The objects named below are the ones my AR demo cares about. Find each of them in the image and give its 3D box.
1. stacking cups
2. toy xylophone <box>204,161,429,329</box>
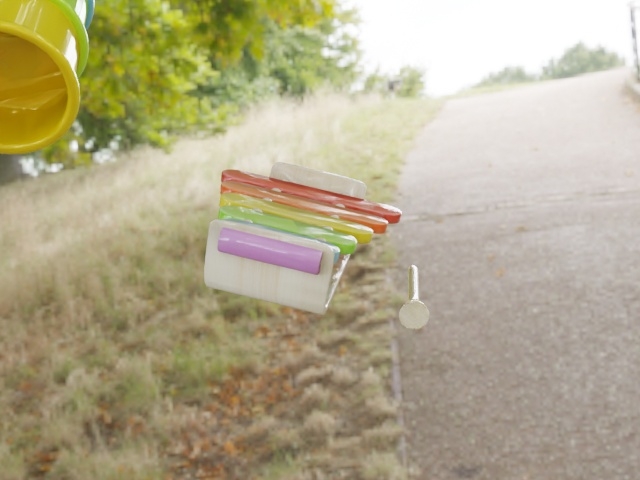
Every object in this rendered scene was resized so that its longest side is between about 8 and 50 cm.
[{"bbox_3d":[-0.207,-0.185,0.724,0.096,0.096,0.316,-4,37,-2],"label":"stacking cups"},{"bbox_3d":[0.000,0.000,1.006,0.236,0.081,0.322,11,16,-3],"label":"toy xylophone"}]
